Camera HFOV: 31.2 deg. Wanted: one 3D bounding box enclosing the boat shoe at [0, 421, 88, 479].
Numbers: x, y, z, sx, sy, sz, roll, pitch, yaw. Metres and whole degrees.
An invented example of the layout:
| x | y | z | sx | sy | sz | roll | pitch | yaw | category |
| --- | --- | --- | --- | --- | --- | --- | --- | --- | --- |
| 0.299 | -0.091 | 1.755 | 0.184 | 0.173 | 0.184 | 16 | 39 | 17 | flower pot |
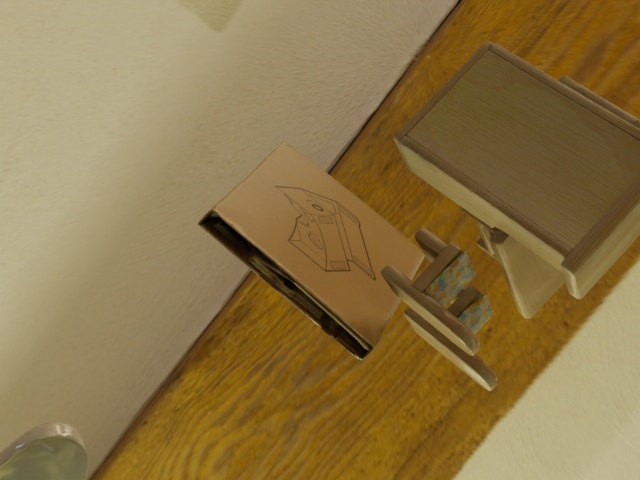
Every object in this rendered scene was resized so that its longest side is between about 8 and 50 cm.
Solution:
| x | y | z | sx | sy | sz | roll | pitch | yaw | category |
| --- | --- | --- | --- | --- | --- | --- | --- | --- | --- |
| -0.265 | 0.215 | 0.961 | 0.078 | 0.070 | 0.219 | 24 | -60 | -29 | boat shoe |

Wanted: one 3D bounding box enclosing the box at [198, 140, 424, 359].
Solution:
| x | y | z | sx | sy | sz | roll | pitch | yaw | category |
| --- | --- | --- | --- | --- | --- | --- | --- | --- | --- |
| 0.000 | 0.000 | 0.946 | 0.164 | 0.201 | 0.021 | 40 | -64 | -1 | box |

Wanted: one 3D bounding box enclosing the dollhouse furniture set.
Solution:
| x | y | z | sx | sy | sz | roll | pitch | yaw | category |
| --- | --- | --- | --- | --- | --- | --- | --- | --- | --- |
| 0.171 | -0.006 | 0.836 | 0.212 | 0.242 | 0.161 | -46 | -122 | -8 | dollhouse furniture set |
